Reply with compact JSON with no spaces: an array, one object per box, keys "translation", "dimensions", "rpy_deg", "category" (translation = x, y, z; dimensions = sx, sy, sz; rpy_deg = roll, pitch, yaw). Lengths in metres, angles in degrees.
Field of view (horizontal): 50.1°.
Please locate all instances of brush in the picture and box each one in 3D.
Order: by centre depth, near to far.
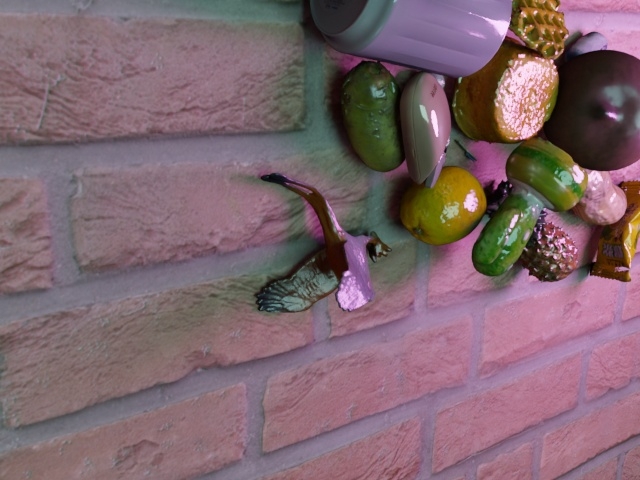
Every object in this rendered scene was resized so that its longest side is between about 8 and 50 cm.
[{"translation":[0.344,-0.212,1.624],"dimensions":[0.083,0.016,0.013],"rpy_deg":[36,93,-37],"category":"brush"}]

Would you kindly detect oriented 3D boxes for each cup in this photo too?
[{"translation":[0.161,-0.490,1.300],"dimensions":[0.326,0.236,0.323],"rpy_deg":[2,73,-36],"category":"cup"}]

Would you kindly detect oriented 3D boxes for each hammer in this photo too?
[{"translation":[0.697,-0.438,1.786],"dimensions":[0.116,0.069,0.194],"rpy_deg":[-39,130,-20],"category":"hammer"}]

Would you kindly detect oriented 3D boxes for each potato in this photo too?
[{"translation":[0.112,-0.245,1.393],"dimensions":[0.149,0.113,0.251],"rpy_deg":[-51,140,-29],"category":"potato"}]

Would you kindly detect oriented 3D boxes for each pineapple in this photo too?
[{"translation":[0.519,-0.019,1.738],"dimensions":[0.170,0.141,0.310],"rpy_deg":[-43,114,11],"category":"pineapple"}]

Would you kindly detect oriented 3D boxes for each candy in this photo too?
[{"translation":[0.862,-0.030,1.954],"dimensions":[0.081,0.187,0.297],"rpy_deg":[14,92,-10],"category":"candy"}]

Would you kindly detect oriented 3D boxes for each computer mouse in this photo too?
[{"translation":[0.218,-0.224,1.391],"dimensions":[0.145,0.081,0.237],"rpy_deg":[-64,149,-43],"category":"computer mouse"}]

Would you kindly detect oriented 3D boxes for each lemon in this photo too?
[{"translation":[0.274,-0.078,1.522],"dimensions":[0.207,0.170,0.170],"rpy_deg":[-34,121,-27],"category":"lemon"}]

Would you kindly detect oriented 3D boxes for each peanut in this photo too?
[{"translation":[0.734,-0.134,1.853],"dimensions":[0.313,0.149,0.149],"rpy_deg":[36,82,-37],"category":"peanut"}]

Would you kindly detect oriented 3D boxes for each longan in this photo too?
[{"translation":[0.677,-0.313,1.650],"dimensions":[0.297,0.297,0.297],"rpy_deg":[-11,109,-33],"category":"longan"}]

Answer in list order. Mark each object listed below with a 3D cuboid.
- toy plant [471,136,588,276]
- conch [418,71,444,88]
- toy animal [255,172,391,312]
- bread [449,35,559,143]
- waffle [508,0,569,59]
[{"translation":[0.446,-0.060,1.555],"dimensions":[0.316,0.184,0.224],"rpy_deg":[-53,162,1],"category":"toy plant"},{"translation":[0.225,-0.334,1.481],"dimensions":[0.085,0.057,0.076],"rpy_deg":[-1,125,-15],"category":"conch"},{"translation":[0.016,0.000,1.418],"dimensions":[0.302,0.225,0.284],"rpy_deg":[-8,87,-47],"category":"toy animal"},{"translation":[0.422,-0.334,1.566],"dimensions":[0.268,0.145,0.269],"rpy_deg":[-14,115,-31],"category":"bread"},{"translation":[0.450,-0.519,1.506],"dimensions":[0.291,0.051,0.291],"rpy_deg":[22,52,-31],"category":"waffle"}]
